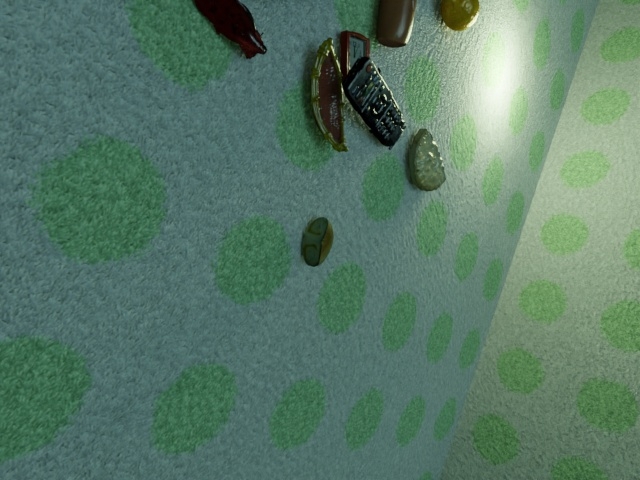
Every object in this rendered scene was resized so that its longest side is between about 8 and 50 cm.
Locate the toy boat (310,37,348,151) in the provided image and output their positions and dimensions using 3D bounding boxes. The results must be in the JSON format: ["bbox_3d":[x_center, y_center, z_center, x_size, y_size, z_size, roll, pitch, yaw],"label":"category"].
[{"bbox_3d":[0.025,-0.424,1.230,0.140,0.098,0.319,-28,118,-41],"label":"toy boat"}]

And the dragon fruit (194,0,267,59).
[{"bbox_3d":[-0.184,-0.531,0.975,0.192,0.122,0.093,46,54,-40],"label":"dragon fruit"}]

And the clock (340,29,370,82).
[{"bbox_3d":[0.101,-0.566,1.294,0.113,0.061,0.155,-7,103,-44],"label":"clock"}]

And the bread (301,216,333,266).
[{"bbox_3d":[0.000,0.000,1.330,0.094,0.082,0.157,-9,109,-47],"label":"bread"}]

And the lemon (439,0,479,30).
[{"bbox_3d":[0.532,-0.892,1.582,0.187,0.142,0.143,15,90,-48],"label":"lemon"}]

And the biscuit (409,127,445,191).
[{"bbox_3d":[0.434,-0.298,1.687,0.179,0.084,0.281,-56,134,-19],"label":"biscuit"}]

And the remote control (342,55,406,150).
[{"bbox_3d":[0.185,-0.441,1.355,0.145,0.062,0.398,-56,148,2],"label":"remote control"}]

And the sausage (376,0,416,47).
[{"bbox_3d":[0.256,-0.795,1.340,0.121,0.121,0.305,-1,102,-45],"label":"sausage"}]
